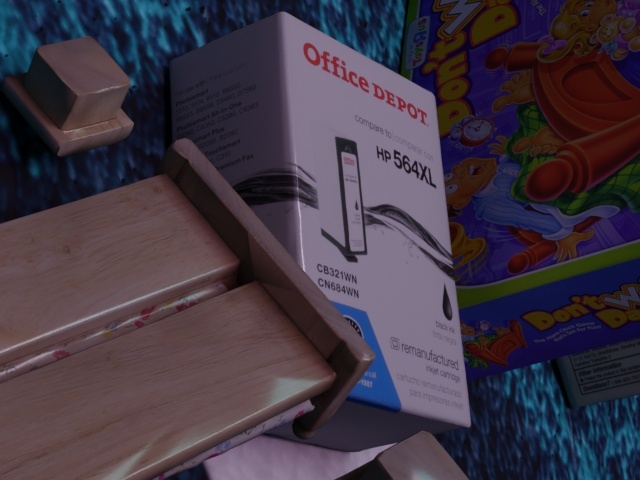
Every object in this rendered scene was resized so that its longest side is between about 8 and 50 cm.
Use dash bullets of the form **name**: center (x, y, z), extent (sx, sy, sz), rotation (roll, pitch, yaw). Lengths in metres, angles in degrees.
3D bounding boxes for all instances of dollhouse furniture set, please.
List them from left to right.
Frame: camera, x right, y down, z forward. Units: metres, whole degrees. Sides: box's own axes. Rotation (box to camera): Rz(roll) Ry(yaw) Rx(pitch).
- **dollhouse furniture set**: center (-0.134, 0.117, 0.533), extent (0.303, 0.174, 0.355), rotation (-19, 61, -44)

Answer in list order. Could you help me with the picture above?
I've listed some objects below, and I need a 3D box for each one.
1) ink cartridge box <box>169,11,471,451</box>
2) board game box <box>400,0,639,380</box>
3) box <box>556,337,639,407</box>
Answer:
- **ink cartridge box**: center (0.000, 0.000, 0.735), extent (0.148, 0.086, 0.203), rotation (20, 59, -49)
- **board game box**: center (0.164, -0.094, 0.882), extent (0.078, 0.233, 0.347), rotation (41, 44, -38)
- **box**: center (0.238, -0.010, 1.024), extent (0.127, 0.148, 0.232), rotation (-15, 87, -57)
